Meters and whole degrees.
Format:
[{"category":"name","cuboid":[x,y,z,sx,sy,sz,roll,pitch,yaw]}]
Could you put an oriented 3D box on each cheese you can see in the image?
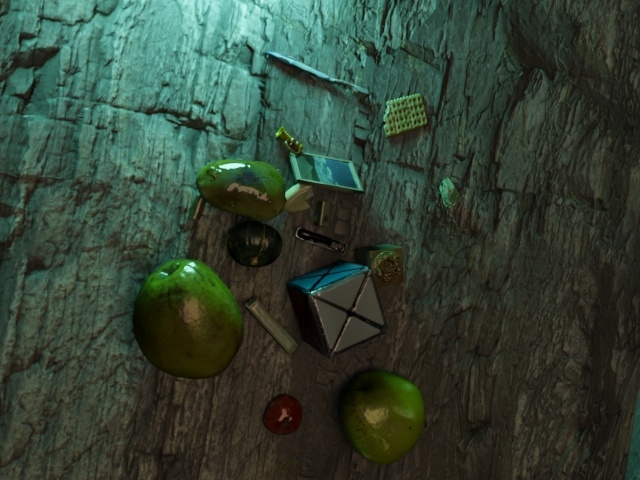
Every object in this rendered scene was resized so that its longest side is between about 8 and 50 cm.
[{"category":"cheese","cuboid":[-0.124,-0.131,1.833,0.235,0.050,0.127,-25,146,-8]}]

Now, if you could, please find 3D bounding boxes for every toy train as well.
[{"category":"toy train","cuboid":[0.000,0.000,1.909,0.207,0.047,0.043,20,86,-21]}]

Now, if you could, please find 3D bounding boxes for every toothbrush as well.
[{"category":"toothbrush","cuboid":[-0.005,-0.601,1.863,0.413,0.042,0.035,18,51,-21]}]

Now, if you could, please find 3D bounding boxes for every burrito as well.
[{"category":"burrito","cuboid":[0.524,-0.196,2.098,0.074,0.044,0.118,-33,109,-11]}]

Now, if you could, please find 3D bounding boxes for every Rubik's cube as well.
[{"category":"Rubik's cube","cuboid":[0.054,0.233,1.843,0.260,0.259,0.255,-20,103,-22]}]

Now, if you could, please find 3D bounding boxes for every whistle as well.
[{"category":"whistle","cuboid":[-0.106,-0.353,1.834,0.109,0.057,0.046,38,107,-21]}]

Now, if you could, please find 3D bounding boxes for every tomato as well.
[{"category":"tomato","cuboid":[-0.130,0.658,1.904,0.155,0.069,0.156,-2,96,-22]}]

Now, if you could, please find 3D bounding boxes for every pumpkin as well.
[{"category":"pumpkin","cuboid":[-0.226,0.015,1.756,0.190,0.190,0.146,35,54,-20]}]

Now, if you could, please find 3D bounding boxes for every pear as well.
[{"category":"pear","cuboid":[0.218,0.658,1.952,0.318,0.238,0.342,38,81,-28]},{"category":"pear","cuboid":[-0.416,0.251,1.608,0.351,0.352,0.414,-20,120,-18]}]

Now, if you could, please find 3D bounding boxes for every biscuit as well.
[{"category":"biscuit","cuboid":[0.327,-0.492,2.010,0.203,0.016,0.144,-18,101,-20]}]

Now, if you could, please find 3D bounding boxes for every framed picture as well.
[{"category":"framed picture","cuboid":[0.018,-0.244,1.841,0.259,0.189,0.023,8,131,-20]}]

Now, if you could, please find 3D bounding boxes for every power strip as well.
[{"category":"power strip","cuboid":[-0.176,0.307,1.850,0.052,0.078,0.272,-44,108,-14]}]

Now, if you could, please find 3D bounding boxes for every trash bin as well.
[{"category":"trash bin","cuboid":[0.008,-0.098,1.898,0.042,0.061,0.092,6,90,-21]}]

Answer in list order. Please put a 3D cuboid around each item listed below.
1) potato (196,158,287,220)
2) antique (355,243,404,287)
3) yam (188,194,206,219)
[{"category":"potato","cuboid":[-0.259,-0.178,1.716,0.307,0.173,0.210,10,68,-16]},{"category":"antique","cuboid":[0.225,0.096,1.952,0.151,0.148,0.147,-8,99,-23]},{"category":"yam","cuboid":[-0.416,-0.112,1.743,0.043,0.043,0.094,19,89,-21]}]
